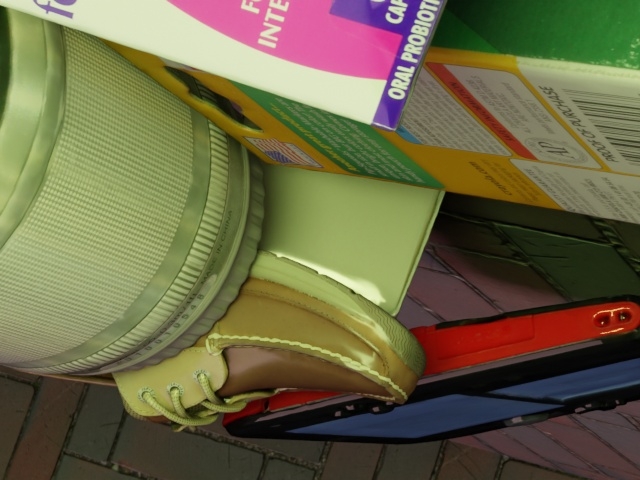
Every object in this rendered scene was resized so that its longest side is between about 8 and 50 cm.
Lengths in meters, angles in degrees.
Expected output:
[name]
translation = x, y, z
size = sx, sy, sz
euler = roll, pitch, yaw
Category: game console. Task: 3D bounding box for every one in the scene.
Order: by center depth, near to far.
[game console]
translation = 0.144, 0.108, 1.280
size = 0.342, 0.060, 0.386
euler = -10, 169, 27

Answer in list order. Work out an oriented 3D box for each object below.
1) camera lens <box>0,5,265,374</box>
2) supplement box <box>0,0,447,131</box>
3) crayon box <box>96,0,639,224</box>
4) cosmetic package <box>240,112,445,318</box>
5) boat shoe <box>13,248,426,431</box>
[camera lens]
translation = -0.181, -0.044, 0.941
size = 0.219, 0.219, 0.274
euler = 12, 172, 30
[supplement box]
translation = -0.054, -0.141, 0.579
size = 0.220, 0.114, 0.111
euler = 18, 129, -2
[crayon box]
translation = 0.064, -0.089, 0.828
size = 0.323, 0.083, 0.203
euler = 10, 166, 34
[cosmetic package]
translation = 0.000, 0.000, 1.249
size = 0.153, 0.129, 0.296
euler = 19, 169, 4
[boat shoe]
translation = -0.080, 0.070, 1.084
size = 0.324, 0.116, 0.123
euler = 9, 158, 35
